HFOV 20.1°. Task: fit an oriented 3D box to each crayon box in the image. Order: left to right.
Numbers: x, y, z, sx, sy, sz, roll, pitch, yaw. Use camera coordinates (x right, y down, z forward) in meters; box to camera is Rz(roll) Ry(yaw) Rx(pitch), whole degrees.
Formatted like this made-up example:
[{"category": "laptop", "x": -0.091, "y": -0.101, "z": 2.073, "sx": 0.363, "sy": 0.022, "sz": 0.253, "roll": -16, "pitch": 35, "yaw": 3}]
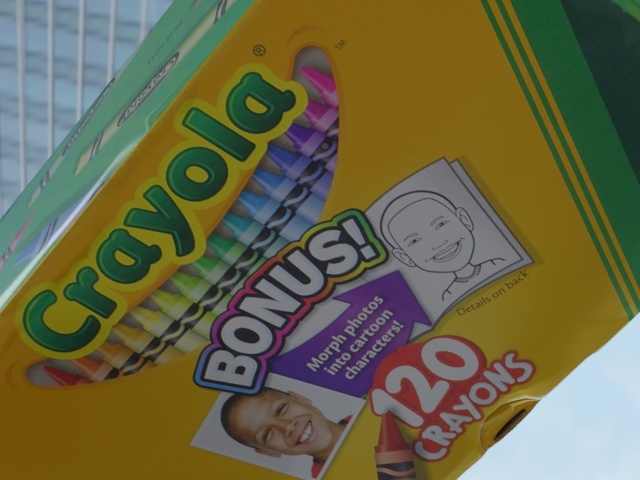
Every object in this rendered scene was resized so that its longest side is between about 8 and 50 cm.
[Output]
[{"category": "crayon box", "x": 0.000, "y": 0.000, "z": 0.601, "sx": 0.165, "sy": 0.278, "sz": 0.081, "roll": 32, "pitch": -151, "yaw": -20}]
